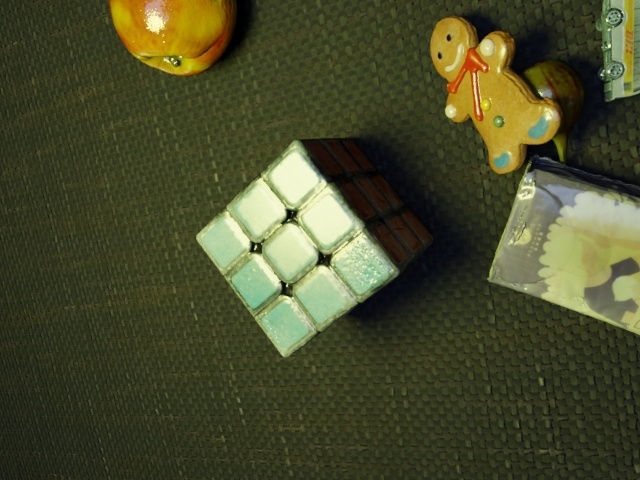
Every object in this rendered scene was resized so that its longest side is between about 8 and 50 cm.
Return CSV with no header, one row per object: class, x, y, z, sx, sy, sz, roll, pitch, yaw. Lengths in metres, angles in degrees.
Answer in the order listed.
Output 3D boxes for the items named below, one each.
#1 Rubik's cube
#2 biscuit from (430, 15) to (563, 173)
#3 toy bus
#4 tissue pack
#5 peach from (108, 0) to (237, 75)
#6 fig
Rubik's cube,0.000,0.000,1.123,0.301,0.304,0.305,-42,81,24
biscuit,0.291,-0.278,1.019,0.324,0.049,0.205,65,155,18
toy bus,0.525,-0.342,0.965,0.075,0.064,0.190,-6,99,11
tissue pack,0.505,0.013,0.995,0.344,0.125,0.242,20,119,17
peach,-0.309,-0.499,1.186,0.281,0.238,0.280,-1,84,5
fig,0.420,-0.206,1.013,0.124,0.124,0.236,-9,108,24
